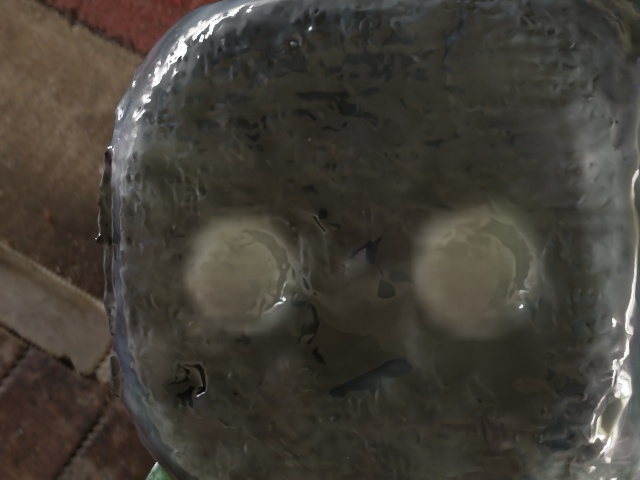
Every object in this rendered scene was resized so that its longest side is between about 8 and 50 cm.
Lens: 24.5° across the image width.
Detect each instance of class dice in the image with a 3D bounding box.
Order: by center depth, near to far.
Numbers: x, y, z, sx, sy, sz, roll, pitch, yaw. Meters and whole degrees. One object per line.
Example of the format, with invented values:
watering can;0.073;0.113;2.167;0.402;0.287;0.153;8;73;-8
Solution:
dice;0.041;0.003;0.532;0.183;0.182;0.181;0;95;23

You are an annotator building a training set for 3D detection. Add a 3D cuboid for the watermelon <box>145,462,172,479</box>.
watermelon;-0.107;0.265;1.307;0.151;0.302;0.264;32;102;3
